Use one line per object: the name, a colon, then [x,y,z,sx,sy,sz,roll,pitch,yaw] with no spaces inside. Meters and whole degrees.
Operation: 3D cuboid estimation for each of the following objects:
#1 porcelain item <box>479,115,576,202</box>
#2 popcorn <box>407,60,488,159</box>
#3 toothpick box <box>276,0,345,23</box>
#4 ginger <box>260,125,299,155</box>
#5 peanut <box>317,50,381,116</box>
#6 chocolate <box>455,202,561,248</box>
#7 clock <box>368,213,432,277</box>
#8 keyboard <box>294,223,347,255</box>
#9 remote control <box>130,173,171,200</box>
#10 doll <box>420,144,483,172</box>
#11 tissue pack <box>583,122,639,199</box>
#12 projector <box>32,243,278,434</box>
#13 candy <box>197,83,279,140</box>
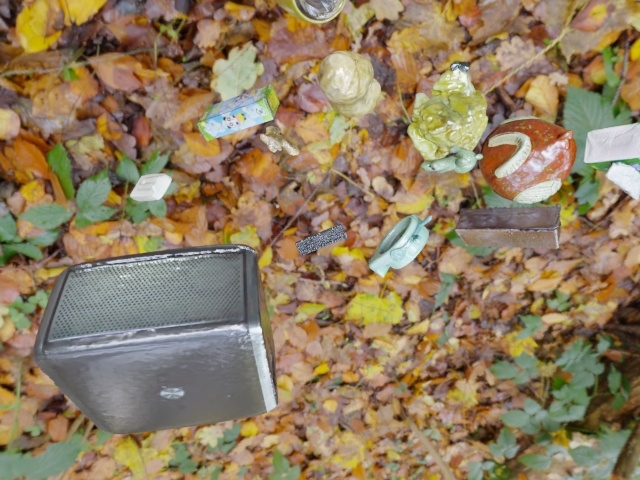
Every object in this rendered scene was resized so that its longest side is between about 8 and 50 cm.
porcelain item: [0.558,-0.228,1.170,0.253,0.252,0.252,-16,142,-13]
popcorn: [0.441,-0.421,1.576,0.293,0.292,0.237,-22,172,-6]
toothpick box: [-0.031,-0.643,1.112,0.175,0.271,0.174,-9,130,-11]
ginger: [-0.190,-0.449,2.070,0.214,0.132,0.059,37,132,-28]
peanut: [0.059,-0.305,0.884,0.103,0.098,0.229,3,-178,15]
chocolate: [0.611,-0.037,1.434,0.321,0.111,0.112,0,140,40]
clock: [0.219,0.006,1.174,0.159,0.066,0.211,-55,-172,-29]
keyboard: [0.000,0.000,1.629,0.196,0.018,0.060,-23,104,17]
remote control: [-0.539,-0.170,1.397,0.049,0.230,0.090,33,73,-35]
doll: [0.337,-0.208,1.152,0.151,0.077,0.115,-13,180,-24]
tissue pack: [0.869,-0.217,1.253,0.209,0.156,0.148,15,172,-32]
projector: [-0.315,0.221,0.966,0.406,0.242,0.395,-7,137,-5]
candy: [-0.208,-0.326,1.137,0.195,0.097,0.062,-14,128,16]
